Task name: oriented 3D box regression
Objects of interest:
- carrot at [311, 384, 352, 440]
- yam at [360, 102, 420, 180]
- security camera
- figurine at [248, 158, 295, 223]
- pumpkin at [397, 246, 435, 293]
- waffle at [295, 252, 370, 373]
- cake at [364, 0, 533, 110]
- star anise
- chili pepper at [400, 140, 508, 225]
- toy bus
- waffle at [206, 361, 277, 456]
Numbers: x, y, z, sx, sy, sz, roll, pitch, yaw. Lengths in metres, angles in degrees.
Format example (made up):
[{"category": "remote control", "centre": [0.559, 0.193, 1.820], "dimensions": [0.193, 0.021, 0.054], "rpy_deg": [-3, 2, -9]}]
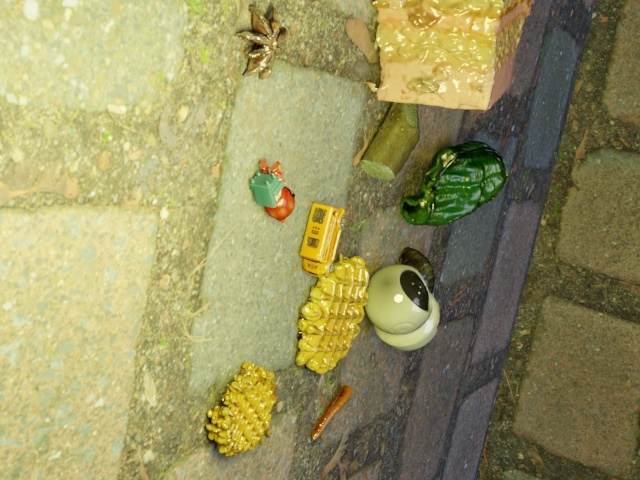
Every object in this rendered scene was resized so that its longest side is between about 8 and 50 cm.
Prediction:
[{"category": "carrot", "centre": [0.025, 0.456, 2.172], "dimensions": [0.190, 0.037, 0.037], "rpy_deg": [-47, 143, -35]}, {"category": "yam", "centre": [0.191, -0.263, 2.012], "dimensions": [0.259, 0.106, 0.106], "rpy_deg": [-60, 150, -23]}, {"category": "security camera", "centre": [0.208, 0.169, 2.193], "dimensions": [0.194, 0.195, 0.236], "rpy_deg": [-62, 146, -21]}, {"category": "figurine", "centre": [-0.089, -0.089, 1.614], "dimensions": [0.075, 0.068, 0.140], "rpy_deg": [-62, 149, -27]}, {"category": "pumpkin", "centre": [0.276, 0.119, 2.379], "dimensions": [0.119, 0.108, 0.183], "rpy_deg": [-15, 116, -53]}, {"category": "waffle", "centre": [0.040, 0.176, 2.013], "dimensions": [0.329, 0.062, 0.329], "rpy_deg": [-37, 135, -48]}, {"category": "cake", "centre": [0.308, -0.484, 1.883], "dimensions": [0.293, 0.314, 0.306], "rpy_deg": [-39, 135, -51]}, {"category": "star anise", "centre": [-0.099, -0.358, 1.477], "dimensions": [0.141, 0.042, 0.141], "rpy_deg": [-41, 140, -48]}, {"category": "chili pepper", "centre": [0.370, -0.170, 2.341], "dimensions": [0.385, 0.168, 0.213], "rpy_deg": [-27, 113, -40]}, {"category": "toy bus", "centre": [0.000, 0.000, 1.829], "dimensions": [0.074, 0.070, 0.162], "rpy_deg": [11, 93, -62]}, {"category": "waffle", "centre": [-0.163, 0.355, 1.724], "dimensions": [0.193, 0.070, 0.197], "rpy_deg": [-26, 125, -55]}]
